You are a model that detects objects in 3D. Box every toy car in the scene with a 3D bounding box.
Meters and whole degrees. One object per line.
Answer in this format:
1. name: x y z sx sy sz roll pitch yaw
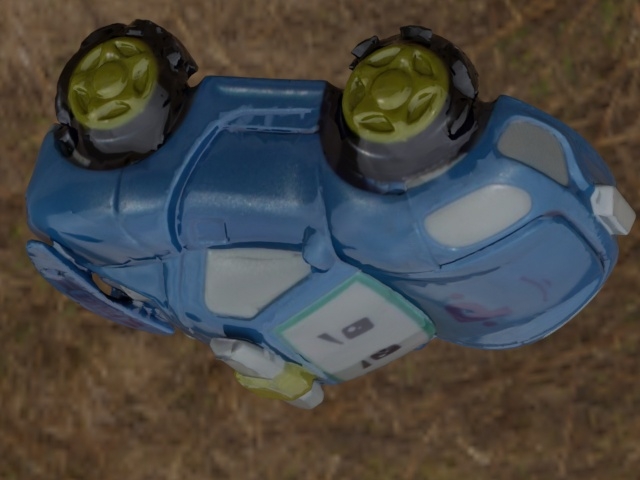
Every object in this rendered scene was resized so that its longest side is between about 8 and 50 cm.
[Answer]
1. toy car: 0.000 0.000 0.956 0.314 0.166 0.198 5 162 27
